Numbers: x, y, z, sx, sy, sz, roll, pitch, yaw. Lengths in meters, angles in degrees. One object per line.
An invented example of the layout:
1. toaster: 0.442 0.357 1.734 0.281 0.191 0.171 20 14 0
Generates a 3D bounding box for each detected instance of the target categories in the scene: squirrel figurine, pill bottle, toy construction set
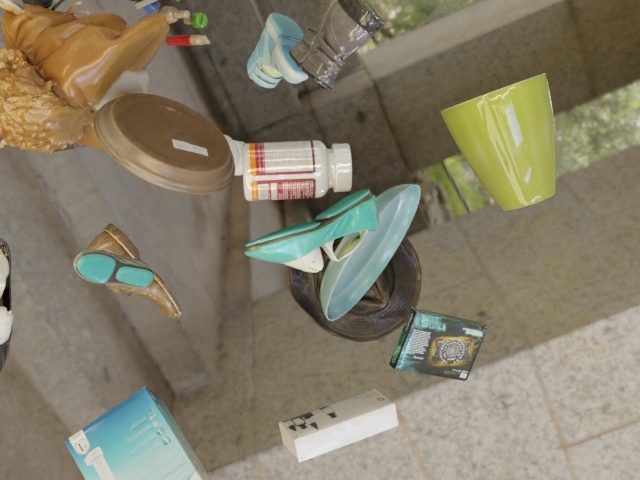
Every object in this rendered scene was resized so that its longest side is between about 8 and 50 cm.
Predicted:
1. squirrel figurine: -0.552 -0.344 1.600 0.370 0.397 0.281 36 -36 23
2. pill bottle: -0.050 -0.146 1.656 0.121 0.221 0.121 177 -90 -86
3. toy construction set: -0.287 -0.585 1.756 0.257 0.237 0.308 -37 126 -39
4. pill bottle: -0.311 -0.243 2.288 0.229 0.131 0.131 -1 65 -53

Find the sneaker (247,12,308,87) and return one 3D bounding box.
1. sneaker: -0.120 -0.499 2.323 0.127 0.208 0.319 16 36 -25

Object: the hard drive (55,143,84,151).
1. hard drive: -0.739 -0.425 2.250 0.064 0.237 0.338 -37 117 -48

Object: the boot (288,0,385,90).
1. boot: -0.002 -0.523 1.906 0.118 0.222 0.338 26 27 -38

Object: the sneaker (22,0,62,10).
1. sneaker: -0.608 -0.550 1.799 0.235 0.097 0.084 12 -51 58

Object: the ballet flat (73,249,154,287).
1. ballet flat: -0.455 0.058 1.721 0.068 0.072 0.213 32 7 38

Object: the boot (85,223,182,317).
1. boot: -0.470 0.104 2.006 0.112 0.115 0.305 9 -38 56

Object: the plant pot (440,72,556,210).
1. plant pot: 0.479 -0.234 2.017 0.275 0.275 0.293 -61 132 -83

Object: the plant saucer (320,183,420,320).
1. plant saucer: 0.092 0.016 1.575 0.044 0.317 0.317 35 -4 16

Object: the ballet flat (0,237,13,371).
1. ballet flat: -0.637 0.119 1.533 0.095 0.096 0.280 7 65 -38

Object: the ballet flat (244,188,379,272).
1. ballet flat: 0.000 0.000 1.232 0.083 0.247 0.087 -6 -73 56

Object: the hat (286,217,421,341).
1. hat: 0.087 0.085 1.842 0.134 0.331 0.331 -138 -155 -85

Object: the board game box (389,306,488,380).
1. board game box: 0.237 0.208 1.585 0.186 0.126 0.026 14 11 -29

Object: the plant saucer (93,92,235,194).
1. plant saucer: -0.281 -0.190 1.490 0.278 0.041 0.277 24 32 -16

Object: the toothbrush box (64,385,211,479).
1. toothbrush box: -0.393 0.514 1.786 0.295 0.216 0.126 53 -8 18

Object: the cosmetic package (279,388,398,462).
1. cosmetic package: 0.040 0.398 1.738 0.099 0.239 0.060 -152 -130 -63
